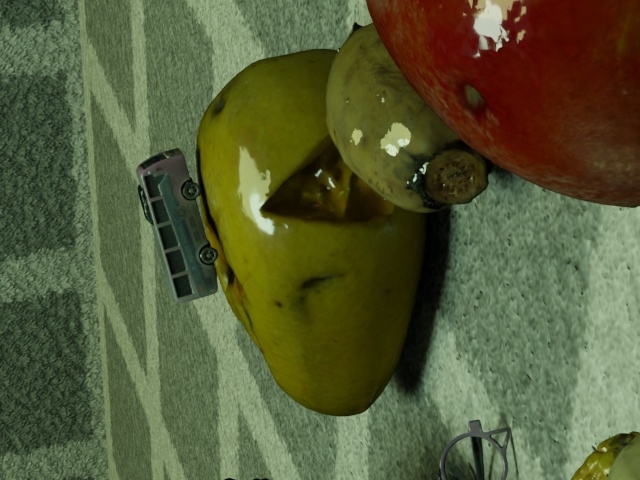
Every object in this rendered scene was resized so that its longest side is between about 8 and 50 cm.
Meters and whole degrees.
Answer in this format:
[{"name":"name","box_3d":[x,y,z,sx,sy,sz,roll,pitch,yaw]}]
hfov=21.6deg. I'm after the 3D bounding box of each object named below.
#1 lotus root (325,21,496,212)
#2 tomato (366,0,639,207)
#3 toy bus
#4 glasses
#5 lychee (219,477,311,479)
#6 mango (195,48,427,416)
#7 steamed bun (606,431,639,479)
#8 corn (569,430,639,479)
[{"name":"lotus root","box_3d":[0.062,-0.107,1.280,0.221,0.125,0.118,57,178,44]},{"name":"tomato","box_3d":[0.108,-0.186,0.986,0.338,0.144,0.338,171,90,-66]},{"name":"toy bus","box_3d":[-0.123,-0.012,1.456,0.037,0.052,0.130,-134,29,-70]},{"name":"glasses","box_3d":[0.135,0.214,1.383,0.104,0.062,0.140,7,-107,-84]},{"name":"lychee","box_3d":[-0.048,0.392,1.407,0.500,0.425,0.424,73,174,-45]},{"name":"mango","box_3d":[0.000,0.000,1.490,0.253,0.182,0.365,-126,20,-54]},{"name":"steamed bun","box_3d":[0.223,0.171,0.855,0.155,0.141,0.172,92,158,-51]},{"name":"corn","box_3d":[0.180,0.240,1.105,0.102,0.102,0.313,-118,24,-48]}]
